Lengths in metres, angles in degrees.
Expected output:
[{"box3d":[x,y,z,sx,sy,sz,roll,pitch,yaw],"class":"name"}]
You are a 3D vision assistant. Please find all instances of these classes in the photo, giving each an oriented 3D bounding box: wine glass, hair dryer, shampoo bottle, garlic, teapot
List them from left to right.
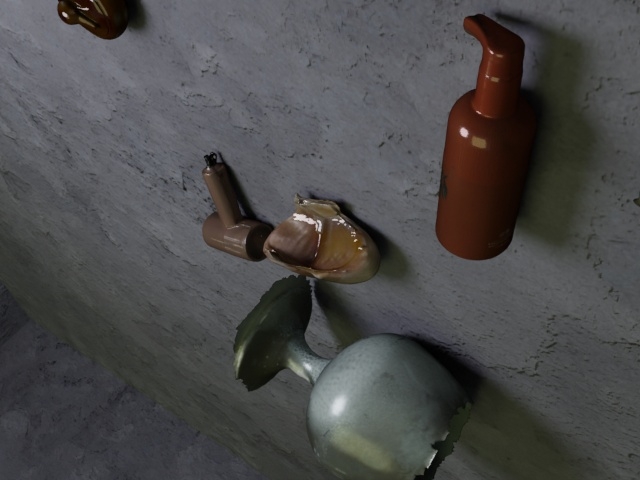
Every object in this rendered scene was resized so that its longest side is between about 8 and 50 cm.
[{"box3d":[-0.304,-0.306,0.927,0.129,0.078,0.098,41,151,2],"class":"teapot"},{"box3d":[-0.145,-0.056,1.111,0.117,0.064,0.181,18,136,40],"class":"hair dryer"},{"box3d":[0.000,0.012,0.985,0.175,0.099,0.124,17,158,37],"class":"garlic"},{"box3d":[0.049,0.220,1.075,0.323,0.238,0.238,28,149,22],"class":"wine glass"},{"box3d":[0.153,-0.084,0.675,0.086,0.085,0.244,27,146,25],"class":"shampoo bottle"}]

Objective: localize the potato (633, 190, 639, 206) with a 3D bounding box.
[{"box3d":[0.316,-0.036,0.560,0.086,0.061,0.122,48,153,-13],"class":"potato"}]
